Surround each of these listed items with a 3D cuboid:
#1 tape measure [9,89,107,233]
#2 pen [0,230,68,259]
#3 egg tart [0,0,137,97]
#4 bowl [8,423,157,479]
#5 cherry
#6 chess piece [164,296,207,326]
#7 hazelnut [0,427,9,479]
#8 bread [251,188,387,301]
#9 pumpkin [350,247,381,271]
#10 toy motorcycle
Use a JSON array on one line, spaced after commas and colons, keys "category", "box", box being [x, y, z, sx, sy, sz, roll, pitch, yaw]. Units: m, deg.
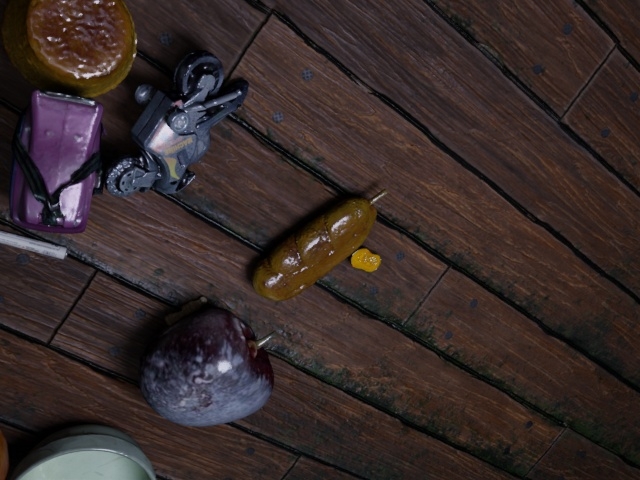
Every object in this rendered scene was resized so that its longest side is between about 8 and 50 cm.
[{"category": "tape measure", "box": [-0.430, -0.124, 1.018, 0.149, 0.245, 0.231, 6, 98, -23]}, {"category": "pen", "box": [-0.579, -0.002, 1.148, 0.204, 0.025, 0.025, 17, 106, -21]}, {"category": "egg tart", "box": [-0.392, -0.335, 0.986, 0.215, 0.171, 0.215, -7, 105, -28]}, {"category": "bowl", "box": [-0.504, 0.519, 1.305, 0.307, 0.163, 0.307, -6, 113, -15]}, {"category": "cherry", "box": [-0.223, 0.259, 1.250, 0.296, 0.218, 0.255, -23, 140, 8]}, {"category": "chess piece", "box": [-0.280, 0.149, 1.292, 0.092, 0.035, 0.035, -34, 117, -4]}, {"category": "hazelnut", "box": [-0.777, 0.436, 1.129, 0.373, 0.315, 0.372, 5, 137, 5]}, {"category": "bread", "box": [0.002, 0.001, 1.285, 0.344, 0.084, 0.124, -39, 139, 2]}, {"category": "pumpkin", "box": [0.096, 0.041, 1.357, 0.083, 0.028, 0.050, 29, 100, -33]}, {"category": "toy motorcycle", "box": [-0.257, -0.193, 1.103, 0.307, 0.108, 0.173, -52, 152, 4]}]
